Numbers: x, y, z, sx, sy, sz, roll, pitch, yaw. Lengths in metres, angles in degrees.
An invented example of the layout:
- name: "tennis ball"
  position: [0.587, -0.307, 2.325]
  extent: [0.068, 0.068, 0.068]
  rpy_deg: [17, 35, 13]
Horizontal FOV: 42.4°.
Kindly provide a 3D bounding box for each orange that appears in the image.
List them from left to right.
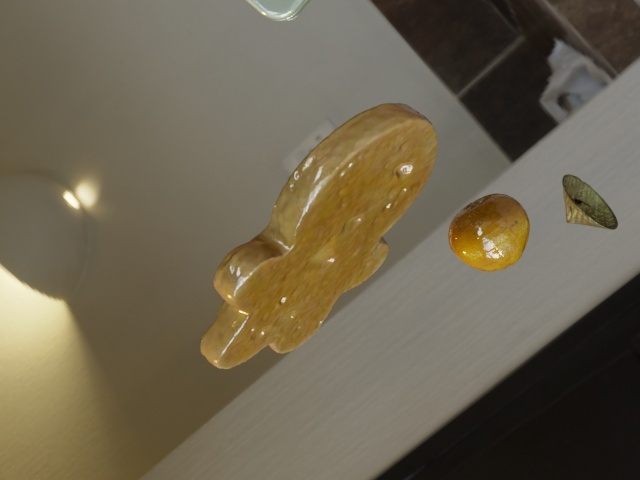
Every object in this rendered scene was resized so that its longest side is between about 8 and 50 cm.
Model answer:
- name: "orange"
  position: [0.321, -0.012, 1.552]
  extent: [0.136, 0.159, 0.159]
  rpy_deg: [62, -169, -6]

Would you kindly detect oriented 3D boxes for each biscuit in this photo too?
- name: "biscuit"
  position: [-0.002, -0.002, 0.911]
  extent: [0.052, 0.355, 0.275]
  rpy_deg: [45, -149, 25]

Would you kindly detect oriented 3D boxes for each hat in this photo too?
- name: "hat"
  position: [0.513, -0.057, 1.639]
  extent: [0.146, 0.067, 0.146]
  rpy_deg: [27, -145, -21]

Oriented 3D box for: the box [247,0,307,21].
- name: "box"
  position: [-0.011, -0.531, 1.350]
  extent: [0.177, 0.352, 0.344]
  rpy_deg: [39, -171, -7]
